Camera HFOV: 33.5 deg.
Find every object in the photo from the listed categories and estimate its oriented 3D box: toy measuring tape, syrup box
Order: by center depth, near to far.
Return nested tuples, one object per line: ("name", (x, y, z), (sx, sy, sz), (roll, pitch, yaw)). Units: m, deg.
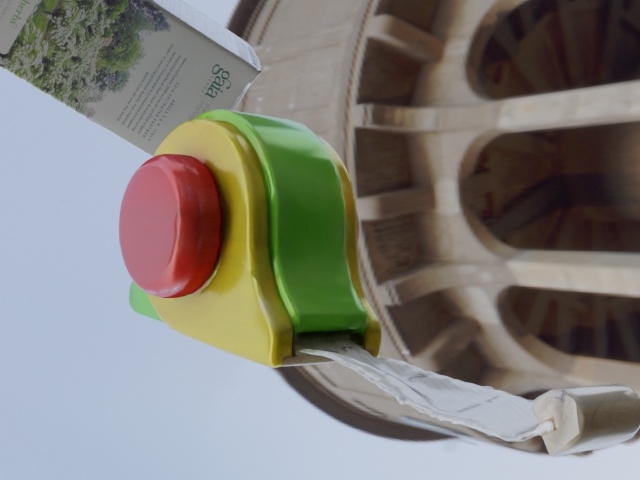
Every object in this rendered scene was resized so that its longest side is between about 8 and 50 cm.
("toy measuring tape", (0.000, 0.000, 0.483), (0.121, 0.330, 0.121), (-7, -78, -38))
("syrup box", (-0.165, -0.151, 0.739), (0.237, 0.096, 0.093), (30, -76, -19))
